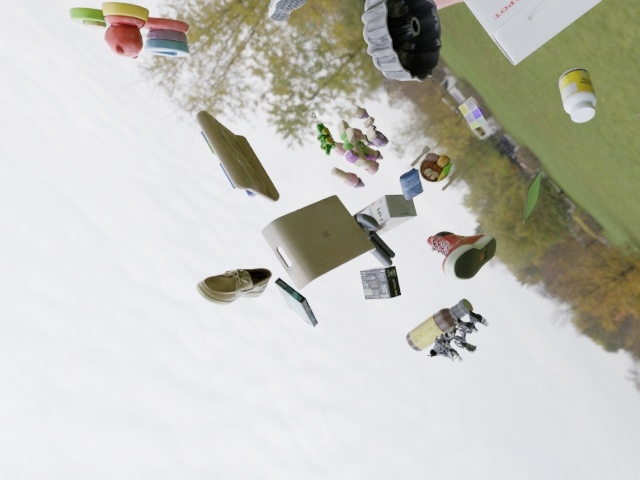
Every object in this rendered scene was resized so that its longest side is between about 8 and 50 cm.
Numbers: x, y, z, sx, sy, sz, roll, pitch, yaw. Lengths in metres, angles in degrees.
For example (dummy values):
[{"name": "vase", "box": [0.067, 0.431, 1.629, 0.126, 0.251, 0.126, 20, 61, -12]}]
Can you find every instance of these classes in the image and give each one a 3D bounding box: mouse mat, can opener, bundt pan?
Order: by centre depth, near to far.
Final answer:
[{"name": "bundt pan", "box": [0.245, -0.651, 1.562, 0.331, 0.124, 0.330, 0, -90, -48]}, {"name": "can opener", "box": [0.209, -0.001, 1.883, 0.283, 0.095, 0.075, 43, -125, -34]}, {"name": "mouse mat", "box": [0.808, -0.169, 1.911, 0.007, 0.152, 0.190, 15, -141, 30]}]

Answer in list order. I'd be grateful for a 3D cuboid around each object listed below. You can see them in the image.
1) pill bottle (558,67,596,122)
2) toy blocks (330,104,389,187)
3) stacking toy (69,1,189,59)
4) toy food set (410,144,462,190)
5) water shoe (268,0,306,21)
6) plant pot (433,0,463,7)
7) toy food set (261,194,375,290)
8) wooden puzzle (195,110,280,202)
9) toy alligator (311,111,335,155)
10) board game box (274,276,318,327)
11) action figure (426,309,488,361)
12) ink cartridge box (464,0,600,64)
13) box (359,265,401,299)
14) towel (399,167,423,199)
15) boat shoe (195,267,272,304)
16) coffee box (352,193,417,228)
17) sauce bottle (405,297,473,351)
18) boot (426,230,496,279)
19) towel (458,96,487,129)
[{"name": "pill bottle", "box": [0.905, -0.507, 1.762, 0.103, 0.103, 0.184, 30, -129, -37]}, {"name": "toy blocks", "box": [0.213, -0.421, 2.306, 0.260, 0.309, 0.288, 21, -139, -34]}, {"name": "stacking toy", "box": [-0.555, -0.587, 1.468, 0.280, 0.130, 0.309, 9, -167, 24]}, {"name": "toy food set", "box": [0.470, -0.302, 2.061, 0.192, 0.132, 0.038, 42, -179, 22]}, {"name": "water shoe", "box": [-0.092, -0.633, 1.288, 0.073, 0.080, 0.203, -4, -175, -25]}, {"name": "plant pot", "box": [0.533, -1.097, 2.082, 0.272, 0.272, 0.265, 37, 170, -25]}, {"name": "toy food set", "box": [0.000, 0.000, 1.562, 0.306, 0.092, 0.219, -26, -105, -33]}, {"name": "wooden puzzle", "box": [-0.304, -0.281, 1.817, 0.322, 0.081, 0.348, 59, -168, 10]}, {"name": "toy alligator", "box": [0.017, -0.402, 1.885, 0.052, 0.056, 0.189, -8, -109, -34]}, {"name": "board game box", "box": [-0.077, 0.203, 1.624, 0.126, 0.026, 0.186, 34, 160, 30]}, {"name": "action figure", "box": [0.524, 0.398, 1.936, 0.164, 0.275, 0.141, -24, -116, -42]}, {"name": "ink cartridge box", "box": [0.446, -0.585, 1.133, 0.131, 0.226, 0.306, 25, -140, -42]}, {"name": "box", "box": [0.286, 0.203, 2.402, 0.078, 0.180, 0.147, -11, -91, -38]}, {"name": "towel", "box": [0.285, -0.175, 1.575, 0.029, 0.067, 0.119, 60, -179, 32]}, {"name": "boat shoe", "box": [-0.267, 0.131, 1.598, 0.109, 0.098, 0.302, 48, -158, 24]}, {"name": "coffee box", "box": [0.250, -0.097, 2.016, 0.141, 0.247, 0.098, -4, -105, -32]}, {"name": "sauce bottle", "box": [0.540, 0.382, 2.274, 0.112, 0.344, 0.111, 28, -142, -24]}, {"name": "boot", "box": [0.341, 0.033, 1.343, 0.176, 0.088, 0.244, 11, -159, 38]}, {"name": "towel", "box": [0.431, -0.361, 1.424, 0.009, 0.060, 0.083, -33, -87, -32]}]
